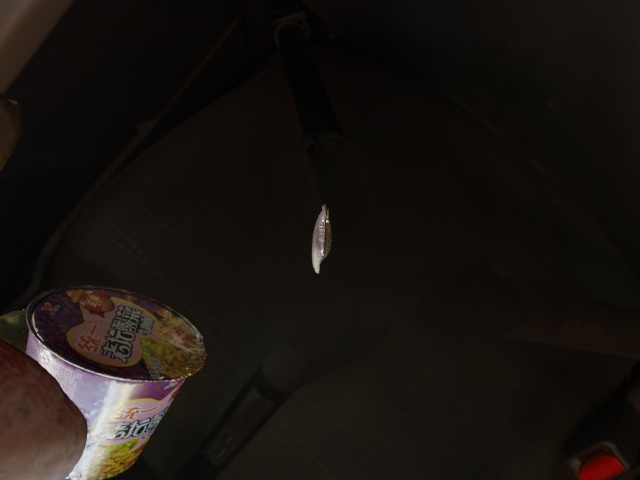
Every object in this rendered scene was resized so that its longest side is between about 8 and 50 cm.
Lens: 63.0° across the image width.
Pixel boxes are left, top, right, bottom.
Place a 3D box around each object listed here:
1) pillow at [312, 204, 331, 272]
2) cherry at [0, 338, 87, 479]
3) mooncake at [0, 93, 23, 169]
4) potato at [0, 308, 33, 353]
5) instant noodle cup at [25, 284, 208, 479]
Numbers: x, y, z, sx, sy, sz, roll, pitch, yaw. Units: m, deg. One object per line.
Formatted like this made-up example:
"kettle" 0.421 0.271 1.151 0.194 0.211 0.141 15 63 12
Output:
"pillow" 0.000 0.000 1.268 0.038 0.232 0.130 1 76 -5
"cherry" -0.474 0.253 0.592 0.291 0.335 0.326 -6 50 40
"mooncake" -0.733 -0.162 0.888 0.394 0.246 0.393 -30 37 9
"potato" -0.817 0.271 1.368 0.169 0.248 0.143 39 98 5
"instant noodle cup" -0.423 0.280 1.019 0.340 0.340 0.265 27 102 14
